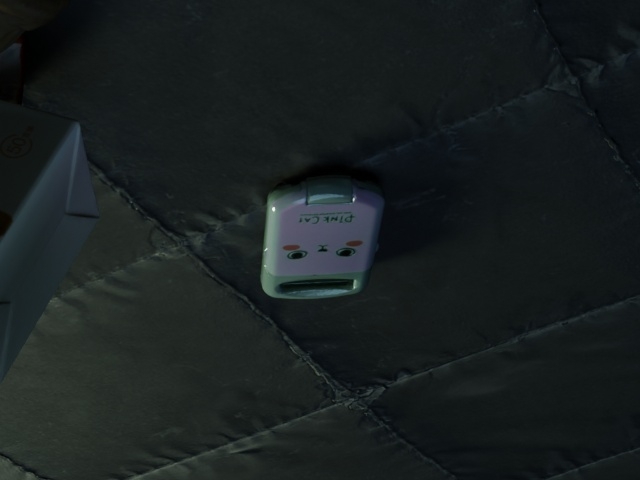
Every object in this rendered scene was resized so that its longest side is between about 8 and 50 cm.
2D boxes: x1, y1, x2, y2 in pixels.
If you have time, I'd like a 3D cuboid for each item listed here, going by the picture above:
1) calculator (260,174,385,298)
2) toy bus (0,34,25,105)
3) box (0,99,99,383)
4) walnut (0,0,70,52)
[{"bbox_3d":[0.000,0.000,1.595,0.141,0.045,0.246,-2,145,-8],"label":"calculator"},{"bbox_3d":[-0.327,-0.160,1.277,0.077,0.079,0.174,-5,146,-18],"label":"toy bus"},{"bbox_3d":[-0.407,-0.031,1.206,0.341,0.225,0.143,16,144,12],"label":"box"},{"bbox_3d":[-0.288,-0.260,1.006,0.227,0.273,0.273,21,164,38],"label":"walnut"}]
